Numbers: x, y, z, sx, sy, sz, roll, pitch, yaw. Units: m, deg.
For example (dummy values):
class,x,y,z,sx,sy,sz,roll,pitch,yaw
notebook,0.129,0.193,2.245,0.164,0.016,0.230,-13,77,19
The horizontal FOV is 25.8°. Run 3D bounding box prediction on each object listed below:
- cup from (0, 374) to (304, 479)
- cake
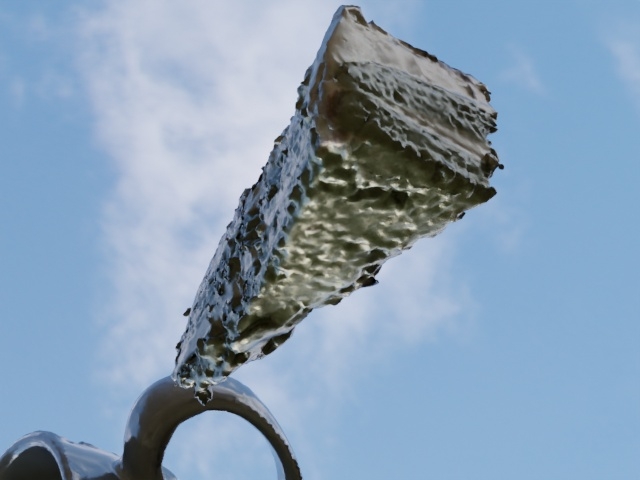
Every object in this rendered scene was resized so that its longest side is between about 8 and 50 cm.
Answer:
class,x,y,z,sx,sy,sz,roll,pitch,yaw
cup,-0.092,0.231,0.944,0.257,0.227,0.301,18,-76,-31
cake,0.000,0.000,0.390,0.055,0.140,0.051,15,-130,-15
